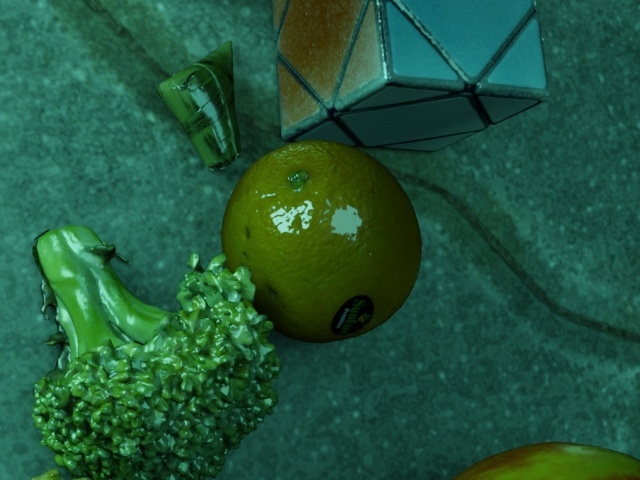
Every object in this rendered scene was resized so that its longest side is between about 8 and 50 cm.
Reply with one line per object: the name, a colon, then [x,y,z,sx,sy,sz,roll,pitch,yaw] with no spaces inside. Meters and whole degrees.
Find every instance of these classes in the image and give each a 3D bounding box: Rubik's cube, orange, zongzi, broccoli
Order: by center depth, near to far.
broccoli: [-0.144,0.092,1.328,0.242,0.180,0.273,-24,90,-33]
orange: [0.000,0.000,1.426,0.206,0.206,0.206,9,73,-30]
zongzi: [-0.096,-0.135,1.504,0.113,0.052,0.104,-42,109,-46]
Rubik's cube: [0.086,-0.216,1.540,0.205,0.207,0.205,2,75,-32]

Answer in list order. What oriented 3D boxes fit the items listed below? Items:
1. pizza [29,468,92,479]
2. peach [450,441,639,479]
pizza: [-0.196,0.299,1.284,0.365,0.074,0.182,24,90,-29]
peach: [0.211,0.378,1.381,0.388,0.388,0.388,9,73,-30]
